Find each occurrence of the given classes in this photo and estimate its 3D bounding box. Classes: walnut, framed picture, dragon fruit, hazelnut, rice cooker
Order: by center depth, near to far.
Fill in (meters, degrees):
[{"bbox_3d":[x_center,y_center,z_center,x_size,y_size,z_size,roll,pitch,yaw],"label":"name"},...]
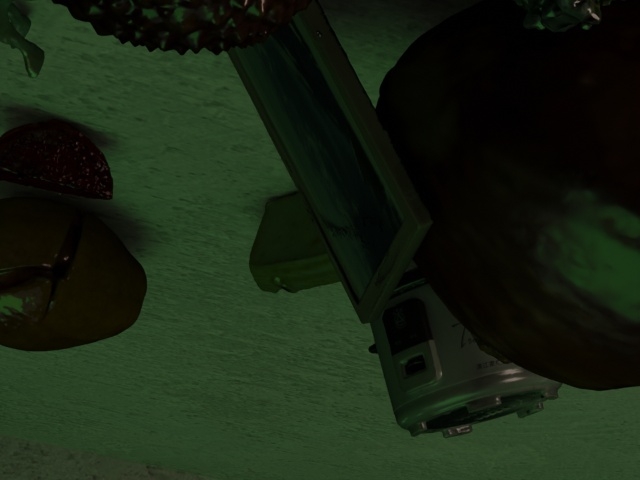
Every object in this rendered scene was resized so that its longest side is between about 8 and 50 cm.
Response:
[{"bbox_3d":[0.237,-0.057,1.228,0.421,0.352,0.421,36,-177,-2],"label":"hazelnut"},{"bbox_3d":[-0.007,-0.111,1.268,0.022,0.335,0.247,-22,164,-16],"label":"framed picture"},{"bbox_3d":[-0.329,-0.099,1.709,0.162,0.083,0.106,10,173,-29],"label":"dragon fruit"},{"bbox_3d":[0.183,0.125,1.873,0.241,0.227,0.280,3,157,-45],"label":"rice cooker"},{"bbox_3d":[-0.351,0.050,1.929,0.209,0.209,0.336,-6,167,31],"label":"walnut"}]

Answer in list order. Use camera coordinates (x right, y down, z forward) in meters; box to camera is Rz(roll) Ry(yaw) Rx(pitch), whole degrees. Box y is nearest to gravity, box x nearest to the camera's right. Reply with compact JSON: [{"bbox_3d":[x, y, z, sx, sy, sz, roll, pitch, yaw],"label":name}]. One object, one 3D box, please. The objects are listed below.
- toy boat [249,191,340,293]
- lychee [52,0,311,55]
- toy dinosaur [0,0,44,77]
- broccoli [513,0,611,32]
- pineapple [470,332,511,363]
[{"bbox_3d":[-0.005,-0.002,1.776,0.084,0.111,0.276,31,153,-34],"label":"toy boat"},{"bbox_3d":[-0.106,-0.268,1.009,0.271,0.271,0.271,7,158,3],"label":"lychee"},{"bbox_3d":[-0.314,-0.233,1.352,0.393,0.092,0.205,3,153,35],"label":"toy dinosaur"},{"bbox_3d":[0.236,-0.232,1.094,0.275,0.177,0.198,7,157,-33],"label":"broccoli"},{"bbox_3d":[0.305,0.001,1.494,0.364,0.165,0.165,-31,140,30],"label":"pineapple"}]
